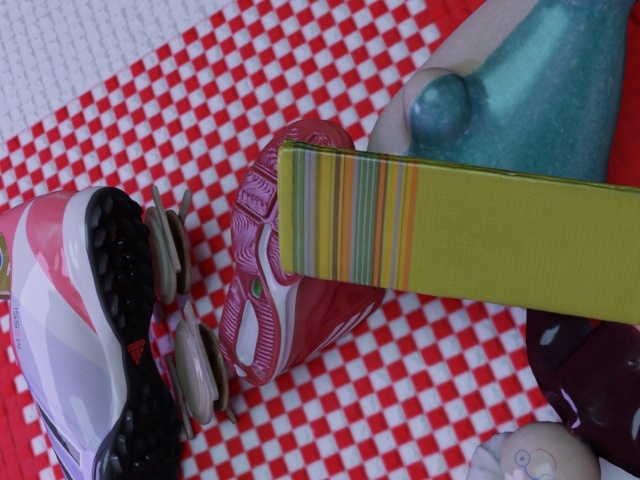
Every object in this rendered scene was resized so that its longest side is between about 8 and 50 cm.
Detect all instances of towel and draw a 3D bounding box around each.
[{"bbox_3d":[0.089,-0.005,0.581,0.237,0.102,0.021,8,38,9],"label":"towel"}]

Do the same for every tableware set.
[{"bbox_3d":[-0.108,0.058,0.777,0.039,0.128,0.194,-11,68,-23],"label":"tableware set"}]

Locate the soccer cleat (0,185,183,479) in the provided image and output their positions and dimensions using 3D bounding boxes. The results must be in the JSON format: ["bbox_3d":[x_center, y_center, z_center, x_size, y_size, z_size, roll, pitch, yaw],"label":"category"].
[{"bbox_3d":[-0.193,0.117,0.761,0.117,0.109,0.318,-5,95,22],"label":"soccer cleat"}]

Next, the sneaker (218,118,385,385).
[{"bbox_3d":[0.000,0.000,0.704,0.087,0.128,0.221,40,126,25],"label":"sneaker"}]

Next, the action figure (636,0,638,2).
[{"bbox_3d":[0.191,-0.264,0.691,0.164,0.141,0.276,-46,64,-5],"label":"action figure"}]

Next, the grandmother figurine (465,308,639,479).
[{"bbox_3d":[0.222,0.073,0.625,0.342,0.104,0.208,-51,44,3],"label":"grandmother figurine"}]

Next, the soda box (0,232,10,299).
[{"bbox_3d":[-0.271,0.025,0.863,0.181,0.058,0.061,1,80,22],"label":"soda box"}]

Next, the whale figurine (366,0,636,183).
[{"bbox_3d":[0.148,-0.088,0.616,0.141,0.216,0.272,51,131,26],"label":"whale figurine"}]
